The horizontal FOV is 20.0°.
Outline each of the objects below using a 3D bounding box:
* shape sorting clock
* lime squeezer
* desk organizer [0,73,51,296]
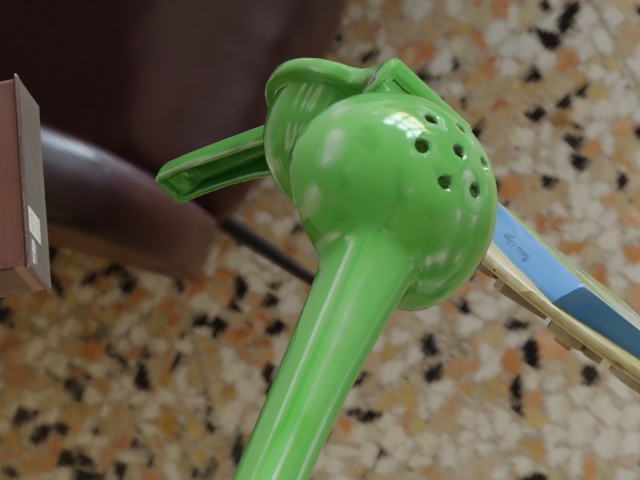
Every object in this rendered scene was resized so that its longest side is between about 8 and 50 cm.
[{"bbox_3d":[0.153,0.046,1.056,0.040,0.206,0.206,-50,55,7],"label":"shape sorting clock"},{"bbox_3d":[0.000,0.000,0.495,0.110,0.059,0.310,-63,15,16],"label":"lime squeezer"},{"bbox_3d":[-0.200,-0.031,1.119,0.050,0.047,0.130,-10,68,6],"label":"desk organizer"}]
